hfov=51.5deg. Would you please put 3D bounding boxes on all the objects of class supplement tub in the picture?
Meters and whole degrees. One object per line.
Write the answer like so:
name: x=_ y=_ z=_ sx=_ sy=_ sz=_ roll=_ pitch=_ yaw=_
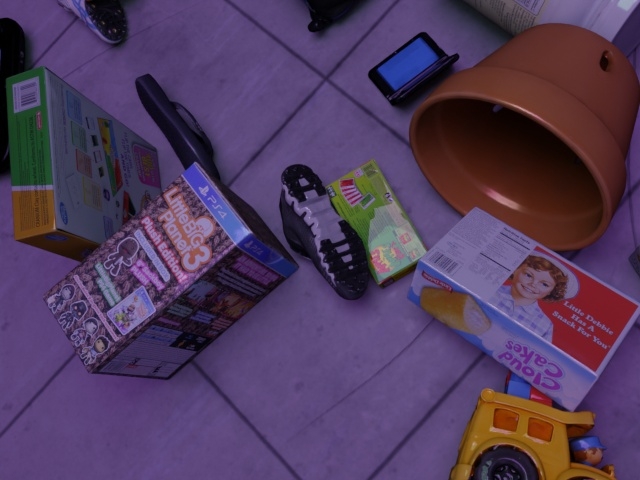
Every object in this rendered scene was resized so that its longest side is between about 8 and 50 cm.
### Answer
supplement tub: x=0.338 y=-0.412 z=0.968 sx=0.325 sy=0.235 sz=0.235 roll=43 pitch=90 yaw=19

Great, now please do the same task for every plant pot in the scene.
plant pot: x=0.296 y=-0.155 z=0.909 sx=0.290 sy=0.291 sz=0.203 roll=31 pitch=70 yaw=19

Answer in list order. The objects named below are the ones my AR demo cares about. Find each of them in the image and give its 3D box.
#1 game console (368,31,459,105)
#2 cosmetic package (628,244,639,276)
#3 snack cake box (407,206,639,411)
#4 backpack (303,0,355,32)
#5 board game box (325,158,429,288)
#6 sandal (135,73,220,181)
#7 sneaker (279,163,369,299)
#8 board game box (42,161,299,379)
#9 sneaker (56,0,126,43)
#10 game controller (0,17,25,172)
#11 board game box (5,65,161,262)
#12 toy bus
game console: x=0.148 y=-0.283 z=1.074 sx=0.122 sy=0.107 sz=0.071 roll=-37 pitch=99 yaw=4
cosmetic package: x=0.502 y=0.103 z=0.872 sx=0.060 sy=0.099 sz=0.239 roll=-28 pitch=71 yaw=6
snack cake box: x=0.272 y=0.083 z=0.899 sx=0.264 sy=0.089 sz=0.152 roll=35 pitch=51 yaw=23
backpack: x=-0.003 y=-0.545 z=1.112 sx=0.276 sy=0.213 sz=0.263 roll=-42 pitch=60 yaw=5
board game box: x=0.090 y=-0.027 z=1.039 sx=0.092 sy=0.043 sz=0.181 roll=-31 pitch=71 yaw=6
sandal: x=-0.238 y=-0.198 z=1.145 sx=0.054 sy=0.097 sz=0.255 roll=-28 pitch=70 yaw=-22
sneaker: x=0.000 y=0.000 z=1.030 sx=0.078 sy=0.106 sz=0.234 roll=-18 pitch=66 yaw=-27
board game box: x=-0.210 y=0.060 z=0.996 sx=0.291 sy=0.232 sz=0.141 roll=-40 pitch=71 yaw=1
sneaker: x=-0.456 y=-0.460 z=1.276 sx=0.237 sy=0.085 sz=0.086 roll=50 pitch=134 yaw=11
game controller: x=-0.646 y=-0.272 z=1.276 sx=0.166 sy=0.067 sz=0.319 roll=-8 pitch=74 yaw=12
board game box: x=-0.343 y=-0.083 z=1.020 sx=0.064 sy=0.316 sz=0.242 roll=-14 pitch=73 yaw=11
toy bus: x=0.295 y=0.272 z=0.874 sx=0.220 sy=0.149 sz=0.212 roll=14 pitch=65 yaw=15
